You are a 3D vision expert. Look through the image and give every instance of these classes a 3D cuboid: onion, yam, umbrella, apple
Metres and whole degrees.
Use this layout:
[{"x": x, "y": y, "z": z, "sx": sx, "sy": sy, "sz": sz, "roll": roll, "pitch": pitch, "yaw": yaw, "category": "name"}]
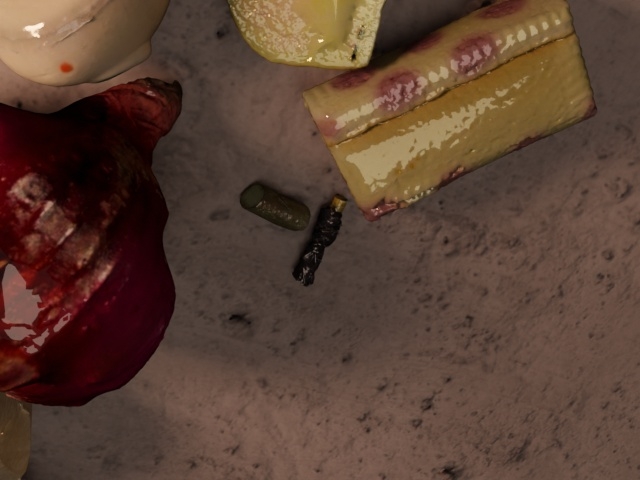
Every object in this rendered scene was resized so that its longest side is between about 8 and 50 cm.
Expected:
[{"x": -0.295, "y": -0.046, "z": 0.861, "sx": 0.420, "sy": 0.398, "sz": 0.398, "roll": -49, "pitch": 124, "yaw": -15, "category": "onion"}, {"x": -0.061, "y": -0.045, "z": 1.082, "sx": 0.094, "sy": 0.043, "sz": 0.043, "roll": 26, "pitch": 110, "yaw": -28, "category": "yam"}, {"x": 0.000, "y": 0.000, "z": 1.128, "sx": 0.037, "sy": 0.040, "sz": 0.144, "roll": 19, "pitch": 113, "yaw": -15, "category": "umbrella"}, {"x": -0.010, "y": -0.333, "z": 0.881, "sx": 0.193, "sy": 0.120, "sz": 0.265, "roll": 10, "pitch": 115, "yaw": -7, "category": "apple"}]

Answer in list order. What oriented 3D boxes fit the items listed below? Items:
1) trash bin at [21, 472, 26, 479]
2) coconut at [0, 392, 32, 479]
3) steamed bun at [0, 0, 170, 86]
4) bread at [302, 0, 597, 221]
[{"x": -0.617, "y": 0.494, "z": 1.134, "sx": 0.381, "sy": 0.295, "sz": 0.259, "roll": -39, "pitch": 123, "yaw": 22, "category": "trash bin"}, {"x": -0.487, "y": 0.234, "z": 0.987, "sx": 0.244, "sy": 0.247, "sz": 0.245, "roll": -8, "pitch": 143, "yaw": -6, "category": "coconut"}, {"x": -0.241, "y": -0.253, "z": 0.818, "sx": 0.177, "sy": 0.228, "sz": 0.131, "roll": 12, "pitch": 158, "yaw": 20, "category": "steamed bun"}, {"x": 0.164, "y": -0.176, "z": 0.999, "sx": 0.338, "sy": 0.155, "sz": 0.187, "roll": -25, "pitch": 116, "yaw": 3, "category": "bread"}]
